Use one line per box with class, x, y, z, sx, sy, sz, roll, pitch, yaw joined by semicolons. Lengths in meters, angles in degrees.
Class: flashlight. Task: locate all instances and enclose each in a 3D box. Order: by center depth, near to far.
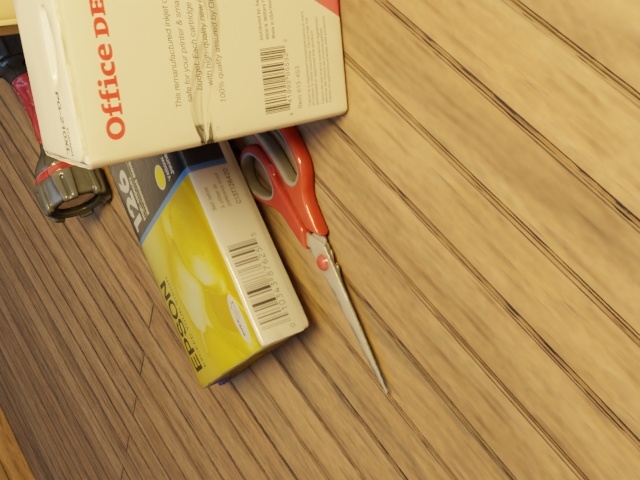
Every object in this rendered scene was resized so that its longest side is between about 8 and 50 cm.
flashlight;-0.413;-0.180;1.124;0.103;0.103;0.304;-40;74;55

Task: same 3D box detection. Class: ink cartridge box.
ink cartridge box;-0.104;-0.166;0.592;0.100;0.237;0.171;16;118;50
ink cartridge box;-0.155;0.012;0.881;0.307;0.072;0.303;-41;72;55

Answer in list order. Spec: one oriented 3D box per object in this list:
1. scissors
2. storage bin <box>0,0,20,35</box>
scissors;0.000;0.000;0.716;0.297;0.021;0.109;58;141;21
storage bin;-0.391;-0.305;0.896;0.260;0.262;0.123;17;119;49
